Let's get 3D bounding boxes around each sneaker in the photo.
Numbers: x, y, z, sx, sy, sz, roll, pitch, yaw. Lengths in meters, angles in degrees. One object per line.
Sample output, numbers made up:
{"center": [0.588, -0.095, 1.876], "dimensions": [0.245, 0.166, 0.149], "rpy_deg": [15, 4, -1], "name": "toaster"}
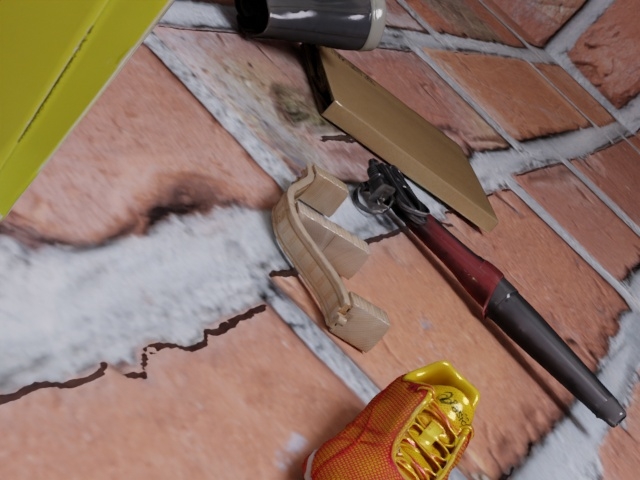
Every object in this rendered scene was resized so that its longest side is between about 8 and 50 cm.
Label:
{"center": [-0.037, -0.233, 1.208], "dimensions": [0.118, 0.083, 0.222], "rpy_deg": [1, 20, -25], "name": "sneaker"}
{"center": [0.038, 0.098, 0.624], "dimensions": [0.064, 0.067, 0.175], "rpy_deg": [43, 19, -3], "name": "sneaker"}

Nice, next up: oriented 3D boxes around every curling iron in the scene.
{"center": [0.121, 0.040, 0.985], "dimensions": [0.274, 0.035, 0.068], "rpy_deg": [47, 22, 15], "name": "curling iron"}

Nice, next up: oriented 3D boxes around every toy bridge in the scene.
{"center": [0.000, 0.000, 0.834], "dimensions": [0.063, 0.026, 0.188], "rpy_deg": [32, 21, -23], "name": "toy bridge"}

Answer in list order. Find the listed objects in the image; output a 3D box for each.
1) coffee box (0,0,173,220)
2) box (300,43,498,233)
{"center": [-0.158, -0.280, 0.633], "dimensions": [0.338, 0.338, 0.334], "rpy_deg": [38, 19, -13], "name": "coffee box"}
{"center": [0.071, -0.101, 1.223], "dimensions": [0.201, 0.021, 0.164], "rpy_deg": [35, 19, -24], "name": "box"}
